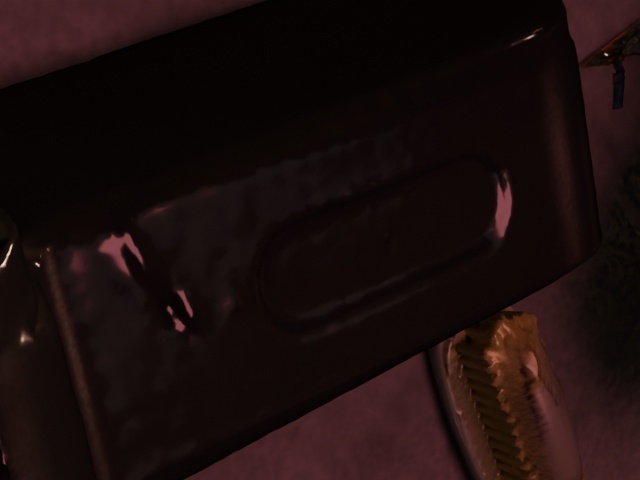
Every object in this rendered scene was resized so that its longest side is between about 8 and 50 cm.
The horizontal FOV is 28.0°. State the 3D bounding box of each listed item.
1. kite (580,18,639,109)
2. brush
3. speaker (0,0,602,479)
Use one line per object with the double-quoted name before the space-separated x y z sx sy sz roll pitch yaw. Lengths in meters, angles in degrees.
"kite" 0.243 -0.122 0.754 0.160 0.182 0.010 -86 165 -55
"brush" 0.134 0.151 0.753 0.068 0.060 0.297 -37 119 -31
"speaker" 0.000 0.000 0.534 0.388 0.184 0.180 -26 113 -35
